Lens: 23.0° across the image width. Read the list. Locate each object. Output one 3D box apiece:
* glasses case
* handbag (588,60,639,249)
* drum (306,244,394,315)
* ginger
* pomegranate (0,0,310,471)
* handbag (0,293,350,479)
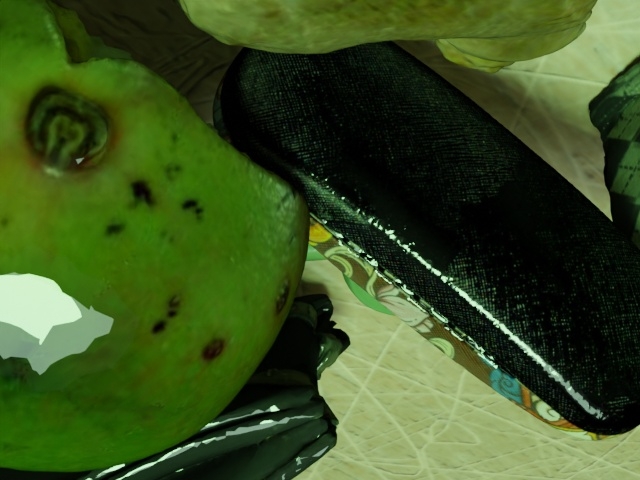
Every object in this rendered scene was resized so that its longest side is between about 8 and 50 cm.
[{"bbox_3d":[0.079,-0.009,0.918,0.321,0.122,0.082,39,142,-7],"label":"glasses case"},{"bbox_3d":[0.416,-0.052,1.000,0.416,0.180,0.317,10,146,-30],"label":"handbag"},{"bbox_3d":[0.002,0.013,1.076,0.253,0.049,0.130,-9,141,0],"label":"drum"},{"bbox_3d":[0.046,-0.156,0.818,0.275,0.130,0.221,-13,156,18],"label":"ginger"},{"bbox_3d":[-0.187,0.016,0.859,0.309,0.216,0.358,30,151,-13],"label":"pomegranate"},{"bbox_3d":[-0.115,0.137,1.039,0.288,0.342,0.152,-25,100,9],"label":"handbag"}]
